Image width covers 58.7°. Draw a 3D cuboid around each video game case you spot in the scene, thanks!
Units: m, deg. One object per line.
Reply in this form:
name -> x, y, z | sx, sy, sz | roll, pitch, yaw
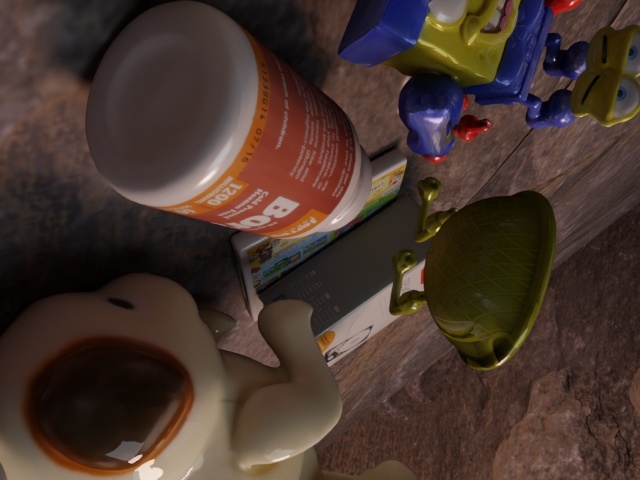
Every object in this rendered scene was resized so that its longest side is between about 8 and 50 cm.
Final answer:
video game case -> 0.000, 0.000, 0.719 | 0.226, 0.026, 0.206 | -29, 156, -16

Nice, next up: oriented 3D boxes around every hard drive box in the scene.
hard drive box -> 0.053, 0.067, 0.771 | 0.232, 0.089, 0.181 | -35, 157, -5

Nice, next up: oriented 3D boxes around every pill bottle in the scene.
pill bottle -> -0.044, -0.066, 0.410 | 0.121, 0.121, 0.216 | -44, 155, 15

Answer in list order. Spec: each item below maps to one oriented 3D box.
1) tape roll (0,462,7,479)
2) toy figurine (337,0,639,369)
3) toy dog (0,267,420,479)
tape roll -> -0.331, 0.226, 0.341 | 0.286, 0.286, 0.100 | -39, 157, 3
toy figurine -> 0.069, -0.121, 0.394 | 0.217, 0.191, 0.363 | 23, 86, -28
toy dog -> -0.145, 0.214, 0.545 | 0.395, 0.284, 0.408 | -47, 123, -32
